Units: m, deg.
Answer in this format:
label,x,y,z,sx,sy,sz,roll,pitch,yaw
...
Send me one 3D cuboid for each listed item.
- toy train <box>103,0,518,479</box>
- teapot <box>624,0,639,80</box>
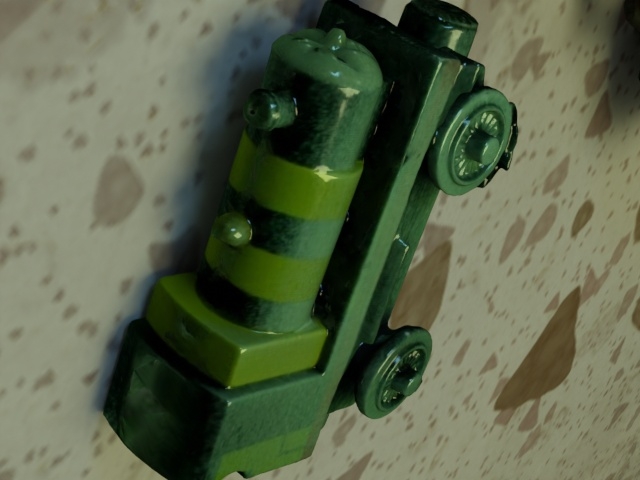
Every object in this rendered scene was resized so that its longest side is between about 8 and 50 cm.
label,x,y,z,sx,sy,sz,roll,pitch,yaw
toy train,-0.001,0.000,0.495,0.132,0.083,0.200,-10,124,-49
teapot,0.270,-0.134,0.730,0.269,0.173,0.182,15,67,-35
